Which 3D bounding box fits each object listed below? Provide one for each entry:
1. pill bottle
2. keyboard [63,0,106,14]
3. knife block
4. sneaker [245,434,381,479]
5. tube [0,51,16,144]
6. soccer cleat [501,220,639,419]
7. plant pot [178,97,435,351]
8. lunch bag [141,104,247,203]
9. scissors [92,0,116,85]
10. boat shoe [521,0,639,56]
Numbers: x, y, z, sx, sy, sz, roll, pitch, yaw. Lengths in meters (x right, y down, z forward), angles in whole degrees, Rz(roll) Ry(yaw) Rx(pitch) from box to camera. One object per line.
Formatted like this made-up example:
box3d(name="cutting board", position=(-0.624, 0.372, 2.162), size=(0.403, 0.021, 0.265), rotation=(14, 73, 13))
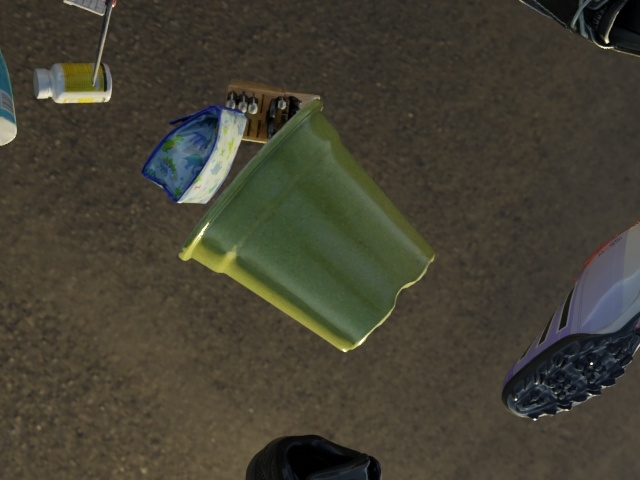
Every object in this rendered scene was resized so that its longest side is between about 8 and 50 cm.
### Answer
box3d(name="pill bottle", position=(-0.403, -0.256, 1.710), size=(0.116, 0.065, 0.065), rotation=(-5, 122, -26))
box3d(name="keyboard", position=(-0.399, -0.473, 1.873), size=(0.072, 0.256, 0.014), rotation=(15, 128, -12))
box3d(name="knife block", position=(-0.130, -0.217, 1.770), size=(0.242, 0.276, 0.088), rotation=(-4, 107, -49))
box3d(name="sneaker", position=(0.028, 0.258, 0.888), size=(0.087, 0.227, 0.130), rotation=(-30, 168, -25))
box3d(name="tube", position=(-0.447, -0.217, 1.447), size=(0.052, 0.207, 0.080), rotation=(-9, 138, -9))
box3d(name="soccer cleat", position=(0.327, 0.079, 1.224), size=(0.318, 0.116, 0.109), rotation=(-43, 129, 7))
box3d(name="plant pot", position=(0.000, 0.000, 1.382), size=(0.276, 0.254, 0.276), rotation=(-49, 180, 1))
box3d(name="lunch bag", position=(-0.176, -0.135, 1.550), size=(0.151, 0.096, 0.129), rotation=(-50, 173, 11))
box3d(name="scissors", position=(-0.310, -0.371, 1.576), size=(0.021, 0.109, 0.297), rotation=(12, 89, -21))
box3d(name="boat shoe", position=(0.260, -0.212, 0.941), size=(0.070, 0.219, 0.077), rotation=(-43, 147, -43))
